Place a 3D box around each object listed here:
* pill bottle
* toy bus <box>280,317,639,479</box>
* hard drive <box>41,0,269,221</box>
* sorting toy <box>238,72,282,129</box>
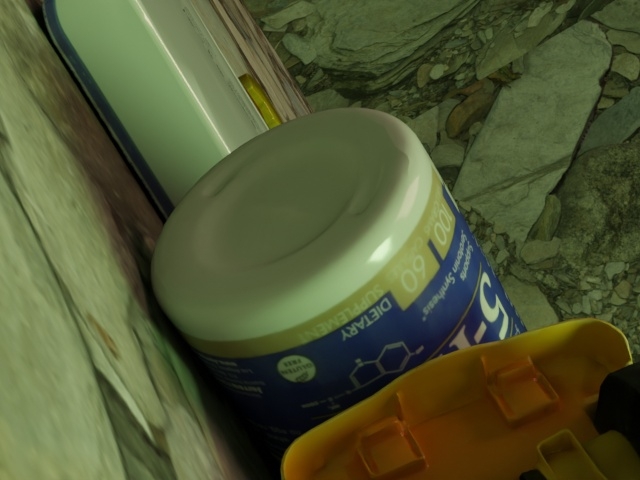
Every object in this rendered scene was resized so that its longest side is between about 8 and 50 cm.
[{"bbox_3d":[0.027,0.051,0.550,0.186,0.112,0.112,56,5,-33],"label":"pill bottle"},{"bbox_3d":[0.094,0.168,0.456,0.211,0.149,0.220,74,-10,-45],"label":"toy bus"},{"bbox_3d":[-0.056,-0.051,0.762,0.210,0.040,0.318,59,4,-11],"label":"hard drive"},{"bbox_3d":[0.000,0.000,1.129,0.307,0.041,0.229,58,9,-19],"label":"sorting toy"}]
